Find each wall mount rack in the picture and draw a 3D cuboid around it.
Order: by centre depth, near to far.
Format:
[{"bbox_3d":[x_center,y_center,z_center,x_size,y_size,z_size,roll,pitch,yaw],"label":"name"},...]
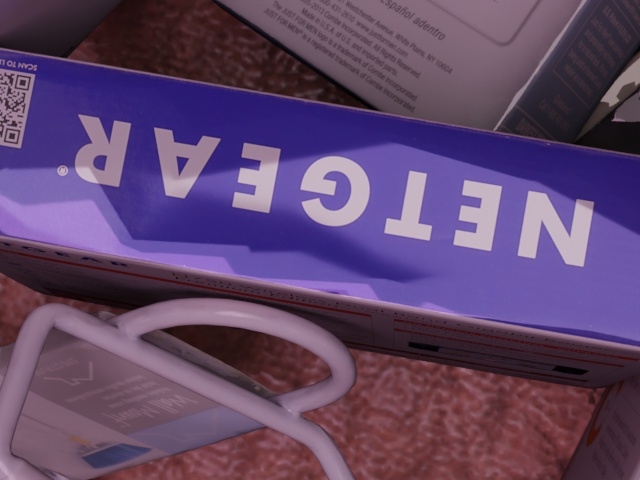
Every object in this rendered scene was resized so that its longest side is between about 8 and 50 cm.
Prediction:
[{"bbox_3d":[-0.091,0.150,0.939,0.304,0.350,0.130,31,57,-32],"label":"wall mount rack"}]

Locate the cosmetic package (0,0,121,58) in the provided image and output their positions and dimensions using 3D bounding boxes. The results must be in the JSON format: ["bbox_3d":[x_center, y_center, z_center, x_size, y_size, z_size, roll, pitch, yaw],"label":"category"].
[{"bbox_3d":[-0.172,-0.206,0.820,0.138,0.224,0.224,-44,89,1],"label":"cosmetic package"}]

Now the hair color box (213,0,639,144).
[{"bbox_3d":[0.128,-0.225,0.952,0.185,0.113,0.374,36,95,23],"label":"hair color box"}]

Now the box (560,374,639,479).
[{"bbox_3d":[0.176,0.233,0.946,0.168,0.215,0.345,26,94,2],"label":"box"}]

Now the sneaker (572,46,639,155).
[{"bbox_3d":[0.242,-0.091,1.001,0.222,0.083,0.118,-41,94,14],"label":"sneaker"}]

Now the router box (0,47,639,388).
[{"bbox_3d":[0.000,0.000,0.899,0.336,0.301,0.082,10,83,3],"label":"router box"}]
